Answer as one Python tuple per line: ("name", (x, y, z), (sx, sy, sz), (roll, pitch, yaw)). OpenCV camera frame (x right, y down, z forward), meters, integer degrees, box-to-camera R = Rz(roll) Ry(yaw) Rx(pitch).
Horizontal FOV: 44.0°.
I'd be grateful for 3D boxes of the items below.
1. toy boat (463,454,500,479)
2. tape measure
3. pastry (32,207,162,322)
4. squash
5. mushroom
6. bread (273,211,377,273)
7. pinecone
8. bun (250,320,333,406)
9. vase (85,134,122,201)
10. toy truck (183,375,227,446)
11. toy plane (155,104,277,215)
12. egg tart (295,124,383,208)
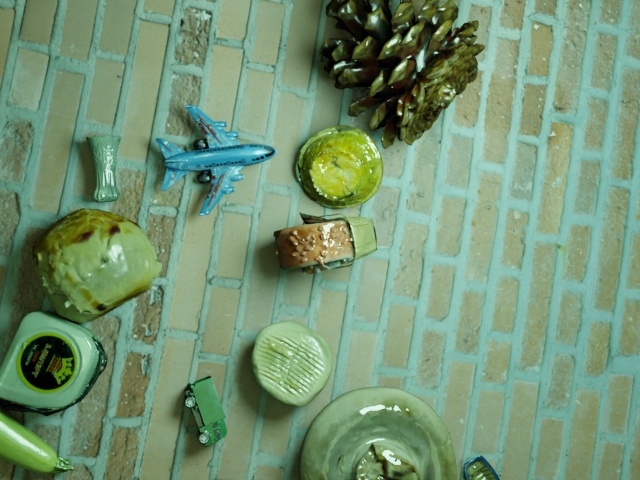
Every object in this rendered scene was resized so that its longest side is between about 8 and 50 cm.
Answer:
("toy boat", (0.415, 0.628, 1.923), (0.080, 0.046, 0.228), (-30, 93, -10))
("tape measure", (-0.593, 0.289, 1.744), (0.207, 0.115, 0.235), (24, 87, -2))
("pastry", (-0.494, 0.041, 1.736), (0.256, 0.170, 0.236), (-31, 94, -17))
("squash", (-0.644, 0.455, 1.743), (0.224, 0.094, 0.094), (34, 83, -12))
("mushroom", (0.133, 0.507, 1.756), (0.362, 0.294, 0.362), (0, 87, -7))
("bread", (0.000, 0.000, 1.793), (0.212, 0.224, 0.142), (-7, 89, -31))
("pinecone", (0.160, -0.421, 1.799), (0.385, 0.384, 0.384), (0, 87, -9))
("bun", (-0.069, 0.280, 1.822), (0.193, 0.128, 0.178), (31, 83, 5))
("vase", (-0.489, -0.162, 1.797), (0.081, 0.081, 0.148), (-3, 91, -9))
("toy truck", (-0.263, 0.393, 1.813), (0.079, 0.065, 0.147), (-18, 89, -13))
("toy plane", (-0.236, -0.188, 1.823), (0.271, 0.105, 0.254), (-6, 89, -11))
("egg tart", (0.043, -0.165, 1.843), (0.213, 0.090, 0.212), (3, 107, 11))
